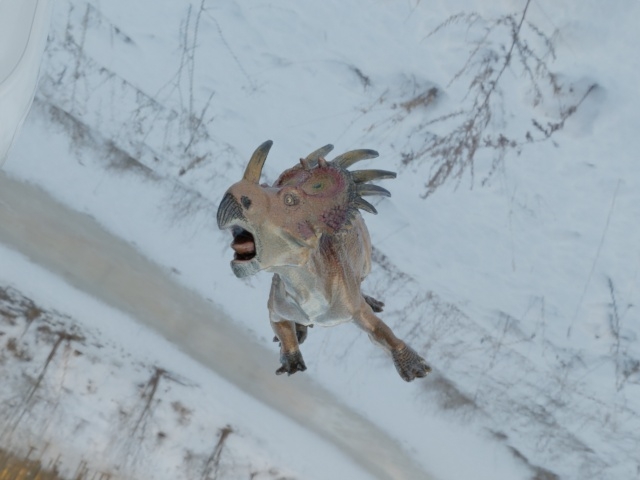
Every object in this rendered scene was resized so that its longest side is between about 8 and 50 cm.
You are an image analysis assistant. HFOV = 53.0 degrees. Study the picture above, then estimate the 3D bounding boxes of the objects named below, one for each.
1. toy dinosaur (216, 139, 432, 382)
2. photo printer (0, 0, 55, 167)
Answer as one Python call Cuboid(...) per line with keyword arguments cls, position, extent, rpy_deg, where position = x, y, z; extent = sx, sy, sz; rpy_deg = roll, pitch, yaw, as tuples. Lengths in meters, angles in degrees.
Cuboid(cls="toy dinosaur", position=(0.000, 0.000, 0.549), extent=(0.127, 0.296, 0.201), rpy_deg=(-12, 104, -1))
Cuboid(cls="photo printer", position=(-0.231, -0.179, 0.417), extent=(0.107, 0.308, 0.256), rpy_deg=(14, 168, -30))
